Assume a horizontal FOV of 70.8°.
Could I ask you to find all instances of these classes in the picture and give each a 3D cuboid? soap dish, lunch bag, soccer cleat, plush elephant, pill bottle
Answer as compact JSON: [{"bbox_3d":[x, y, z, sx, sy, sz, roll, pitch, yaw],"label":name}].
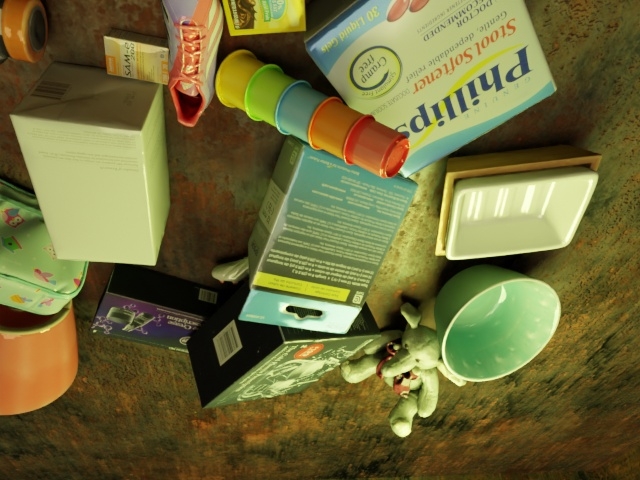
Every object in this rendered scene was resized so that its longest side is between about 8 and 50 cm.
[{"bbox_3d":[0.385,-0.079,0.930,0.291,0.118,0.228,-6,135,1],"label":"soap dish"},{"bbox_3d":[-0.587,-0.001,0.850,0.108,0.223,0.279,-31,136,29],"label":"lunch bag"},{"bbox_3d":[-0.159,0.056,1.061,0.197,0.068,0.076,-3,115,0],"label":"soccer cleat"},{"bbox_3d":[-0.187,-0.269,0.650,0.083,0.095,0.248,7,157,-11],"label":"soccer cleat"},{"bbox_3d":[0.246,0.332,1.241,0.330,0.271,0.255,-33,151,-12],"label":"plush elephant"},{"bbox_3d":[-0.513,-0.311,0.602,0.246,0.130,0.130,9,134,-14],"label":"pill bottle"}]

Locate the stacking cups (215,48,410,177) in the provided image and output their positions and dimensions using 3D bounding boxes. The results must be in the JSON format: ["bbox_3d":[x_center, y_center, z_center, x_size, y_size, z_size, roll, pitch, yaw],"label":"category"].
[{"bbox_3d":[-0.012,-0.189,0.671,0.316,0.096,0.095,31,140,23],"label":"stacking cups"}]

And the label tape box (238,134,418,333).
[{"bbox_3d":[0.000,0.000,0.878,0.249,0.115,0.347,14,110,-27],"label":"label tape box"}]

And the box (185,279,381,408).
[{"bbox_3d":[-0.092,0.240,1.096,0.313,0.178,0.343,7,139,-45],"label":"box"}]

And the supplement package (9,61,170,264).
[{"bbox_3d":[-0.367,-0.119,0.776,0.176,0.177,0.292,4,134,-10],"label":"supplement package"}]

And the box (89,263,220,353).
[{"bbox_3d":[-0.411,0.177,1.129,0.262,0.103,0.184,20,133,-24],"label":"box"}]

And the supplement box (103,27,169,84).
[{"bbox_3d":[-0.283,-0.289,0.712,0.099,0.036,0.062,6,134,-11],"label":"supplement box"}]

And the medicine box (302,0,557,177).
[{"bbox_3d":[0.160,-0.287,0.677,0.264,0.149,0.289,-30,130,23],"label":"medicine box"}]

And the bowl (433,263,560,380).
[{"bbox_3d":[0.413,0.182,1.134,0.312,0.163,0.311,-7,121,-12],"label":"bowl"}]

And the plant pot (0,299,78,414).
[{"bbox_3d":[-0.704,0.222,1.050,0.275,0.274,0.243,16,123,-20],"label":"plant pot"}]

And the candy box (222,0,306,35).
[{"bbox_3d":[-0.072,-0.335,0.521,0.105,0.027,0.205,-6,153,-2],"label":"candy box"}]
